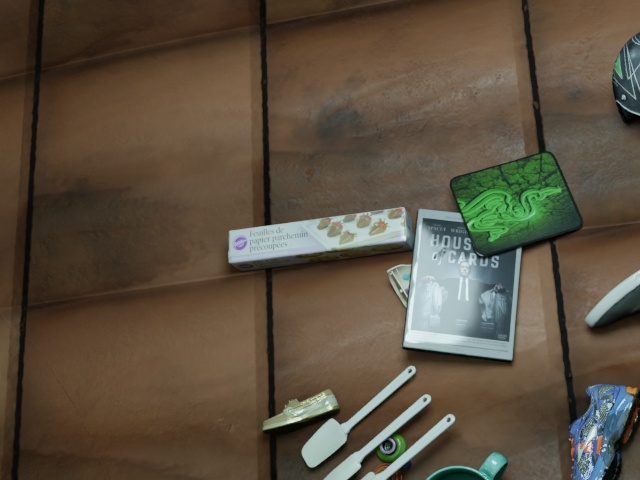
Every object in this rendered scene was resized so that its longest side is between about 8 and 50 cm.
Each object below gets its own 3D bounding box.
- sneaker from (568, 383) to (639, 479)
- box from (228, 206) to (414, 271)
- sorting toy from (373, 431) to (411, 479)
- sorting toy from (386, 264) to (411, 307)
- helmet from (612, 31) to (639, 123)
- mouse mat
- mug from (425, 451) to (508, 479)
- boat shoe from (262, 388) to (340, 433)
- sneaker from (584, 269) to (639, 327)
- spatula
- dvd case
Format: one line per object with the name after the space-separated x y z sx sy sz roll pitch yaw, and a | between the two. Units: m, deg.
0.411 0.316 1.563 0.087 0.083 0.221 17 73 36 | sneaker
0.000 0.000 1.801 0.324 0.067 0.063 -7 70 15 | box
0.112 0.355 1.659 0.061 0.042 0.102 -2 72 18 | sorting toy
0.164 0.073 1.737 0.075 0.045 0.083 -29 76 -5 | sorting toy
0.546 -0.260 1.652 0.169 0.161 0.169 -6 71 17 | helmet
0.325 -0.063 1.718 0.189 0.007 0.152 -17 68 -4 | mouse mat
0.229 0.408 1.572 0.157 0.097 0.129 -21 67 10 | mug
-0.036 0.287 1.730 0.135 0.050 0.045 -18 64 1 | boat shoe
0.556 0.087 1.569 0.296 0.104 0.147 -35 79 15 | sneaker
0.090 0.318 1.664 0.242 0.019 0.168 -43 45 5 | spatula
0.236 0.072 1.696 0.179 0.029 0.239 6 75 5 | dvd case
